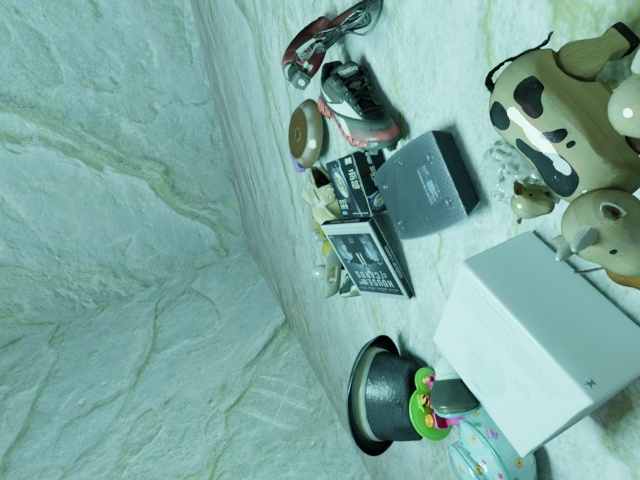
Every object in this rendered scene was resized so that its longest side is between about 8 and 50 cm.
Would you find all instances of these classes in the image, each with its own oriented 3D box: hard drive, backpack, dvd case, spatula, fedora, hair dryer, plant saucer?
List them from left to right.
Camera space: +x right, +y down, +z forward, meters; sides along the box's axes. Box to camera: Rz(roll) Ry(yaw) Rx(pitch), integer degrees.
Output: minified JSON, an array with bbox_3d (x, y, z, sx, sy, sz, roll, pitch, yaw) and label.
[{"bbox_3d":[-0.065,-0.258,1.405,0.296,0.030,0.084,-126,19,-74],"label":"spatula"},{"bbox_3d":[-0.053,-0.309,1.232,0.198,0.036,0.199,176,90,-65],"label":"plant saucer"},{"bbox_3d":[0.018,-0.396,0.849,0.080,0.223,0.294,48,-168,-34],"label":"hair dryer"},{"bbox_3d":[0.116,0.048,1.073,0.179,0.029,0.239,-2,125,52],"label":"dvd case"},{"bbox_3d":[0.208,0.430,1.149,0.152,0.334,0.335,-2,112,40],"label":"fedora"},{"bbox_3d":[0.193,-0.096,0.806,0.172,0.054,0.254,68,163,3],"label":"hard drive"},{"bbox_3d":[0.344,0.440,0.852,0.166,0.144,0.189,-132,28,-61],"label":"backpack"}]

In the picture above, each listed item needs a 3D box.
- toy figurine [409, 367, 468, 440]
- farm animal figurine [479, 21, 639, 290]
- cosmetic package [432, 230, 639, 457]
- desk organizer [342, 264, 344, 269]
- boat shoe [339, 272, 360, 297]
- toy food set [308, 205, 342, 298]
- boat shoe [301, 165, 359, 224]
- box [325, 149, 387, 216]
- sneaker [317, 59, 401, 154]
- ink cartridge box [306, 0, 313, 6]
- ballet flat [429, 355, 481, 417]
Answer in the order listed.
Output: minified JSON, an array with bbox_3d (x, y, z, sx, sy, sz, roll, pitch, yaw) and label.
[{"bbox_3d":[0.304,0.378,1.004,0.159,0.129,0.173,131,142,-56],"label":"toy figurine"},{"bbox_3d":[0.263,-0.070,0.362,0.327,0.172,0.331,57,166,36],"label":"farm animal figurine"},{"bbox_3d":[0.303,0.151,0.622,0.224,0.138,0.225,56,161,36],"label":"cosmetic package"},{"bbox_3d":[0.085,0.068,1.342,0.130,0.050,0.047,134,128,-79],"label":"desk organizer"},{"bbox_3d":[0.108,0.135,1.334,0.233,0.083,0.079,119,145,-70],"label":"boat shoe"},{"bbox_3d":[0.000,0.000,1.352,0.220,0.092,0.306,91,167,-47],"label":"toy food set"},{"bbox_3d":[0.029,-0.119,1.206,0.302,0.109,0.098,-125,40,-50],"label":"boat shoe"},{"bbox_3d":[0.095,-0.137,1.019,0.180,0.077,0.148,9,119,71],"label":"box"},{"bbox_3d":[0.072,-0.285,0.874,0.276,0.097,0.135,56,162,40],"label":"sneaker"},{"bbox_3d":[-0.056,-0.672,0.919,0.232,0.066,0.189,47,162,-2],"label":"ink cartridge box"},{"bbox_3d":[0.260,0.264,0.796,0.280,0.095,0.096,26,-126,-60],"label":"ballet flat"}]
